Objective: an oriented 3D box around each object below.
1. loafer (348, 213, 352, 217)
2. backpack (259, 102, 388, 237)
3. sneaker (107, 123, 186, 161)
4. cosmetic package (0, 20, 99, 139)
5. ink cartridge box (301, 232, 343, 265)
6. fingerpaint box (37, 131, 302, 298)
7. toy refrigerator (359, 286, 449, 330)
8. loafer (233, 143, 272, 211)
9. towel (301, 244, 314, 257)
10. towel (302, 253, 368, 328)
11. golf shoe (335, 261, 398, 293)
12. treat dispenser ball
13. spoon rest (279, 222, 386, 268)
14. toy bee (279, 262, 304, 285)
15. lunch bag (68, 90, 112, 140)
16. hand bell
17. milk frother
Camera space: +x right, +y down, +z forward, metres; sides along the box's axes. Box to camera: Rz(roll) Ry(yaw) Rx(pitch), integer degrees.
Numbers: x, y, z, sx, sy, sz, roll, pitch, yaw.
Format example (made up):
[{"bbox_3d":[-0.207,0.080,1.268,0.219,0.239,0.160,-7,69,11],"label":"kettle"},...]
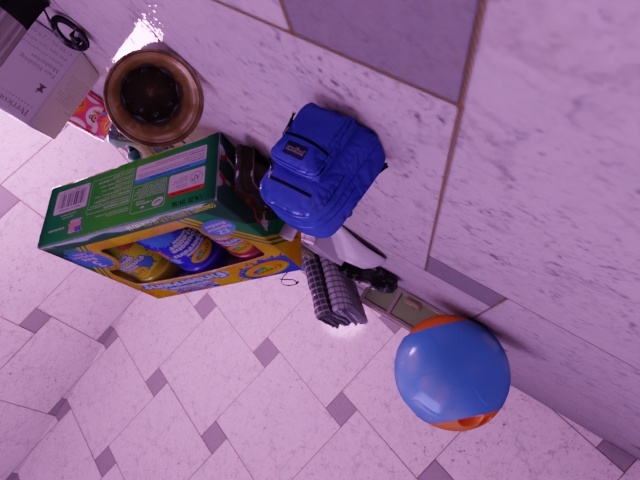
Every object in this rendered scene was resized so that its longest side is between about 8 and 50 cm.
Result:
[{"bbox_3d":[-0.007,-0.062,0.810,0.061,0.062,0.170,30,176,-29],"label":"loafer"},{"bbox_3d":[-0.008,-0.072,0.469,0.098,0.120,0.101,28,173,34],"label":"backpack"},{"bbox_3d":[-0.449,-0.245,1.197,0.110,0.122,0.283,28,175,29],"label":"sneaker"},{"bbox_3d":[-0.596,-0.338,0.937,0.151,0.184,0.151,33,173,-12],"label":"cosmetic package"},{"bbox_3d":[0.000,0.000,1.201,0.109,0.063,0.150,36,173,-30],"label":"ink cartridge box"},{"bbox_3d":[-0.316,-0.019,1.033,0.444,0.163,0.371,-12,153,18],"label":"fingerpaint box"},{"bbox_3d":[0.265,0.218,1.420,0.269,0.102,0.094,30,173,23],"label":"toy refrigerator"},{"bbox_3d":[-0.101,-0.117,0.839,0.078,0.080,0.220,-1,167,9],"label":"loafer"},{"bbox_3d":[-0.072,-0.018,1.288,0.027,0.110,0.148,-29,134,32],"label":"towel"},{"bbox_3d":[0.038,0.150,1.430,0.284,0.121,0.235,47,-156,-64],"label":"towel"},{"bbox_3d":[0.129,0.099,1.285,0.198,0.077,0.094,31,174,21],"label":"golf shoe"},{"bbox_3d":[0.336,0.338,1.161,0.288,0.288,0.288,31,173,4],"label":"treat dispenser ball"},{"bbox_3d":[0.041,-0.001,1.039,0.276,0.084,0.137,20,-178,-35],"label":"spoon rest"},{"bbox_3d":[-0.111,0.037,1.689,0.195,0.162,0.298,18,148,-26],"label":"toy bee"},{"bbox_3d":[-0.792,-0.434,1.410,0.293,0.120,0.258,36,173,-32],"label":"lunch bag"},{"bbox_3d":[-0.269,-0.236,0.677,0.126,0.126,0.242,37,-176,-40],"label":"hand bell"},{"bbox_3d":[-0.465,-0.318,0.699,0.143,0.135,0.129,33,174,-11],"label":"milk frother"}]
